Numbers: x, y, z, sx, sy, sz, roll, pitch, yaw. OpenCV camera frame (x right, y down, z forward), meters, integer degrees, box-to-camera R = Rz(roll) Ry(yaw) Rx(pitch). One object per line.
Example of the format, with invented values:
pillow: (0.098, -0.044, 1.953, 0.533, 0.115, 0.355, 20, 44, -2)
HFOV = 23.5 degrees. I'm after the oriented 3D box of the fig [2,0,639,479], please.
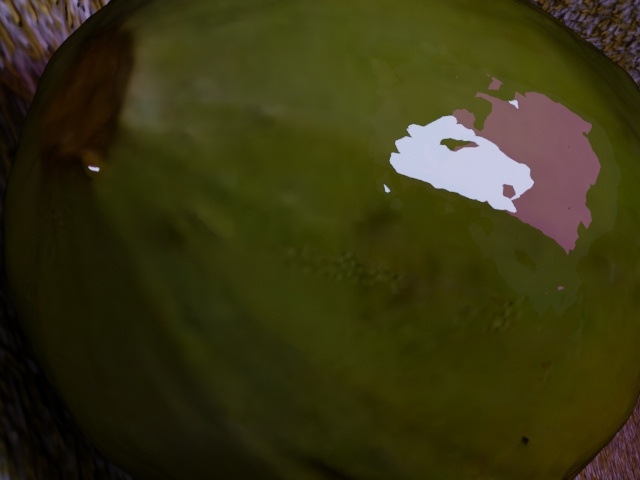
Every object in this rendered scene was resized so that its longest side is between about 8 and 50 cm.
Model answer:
fig: (0.000, -0.008, 0.762, 0.343, 0.343, 0.343, -17, 90, -72)
